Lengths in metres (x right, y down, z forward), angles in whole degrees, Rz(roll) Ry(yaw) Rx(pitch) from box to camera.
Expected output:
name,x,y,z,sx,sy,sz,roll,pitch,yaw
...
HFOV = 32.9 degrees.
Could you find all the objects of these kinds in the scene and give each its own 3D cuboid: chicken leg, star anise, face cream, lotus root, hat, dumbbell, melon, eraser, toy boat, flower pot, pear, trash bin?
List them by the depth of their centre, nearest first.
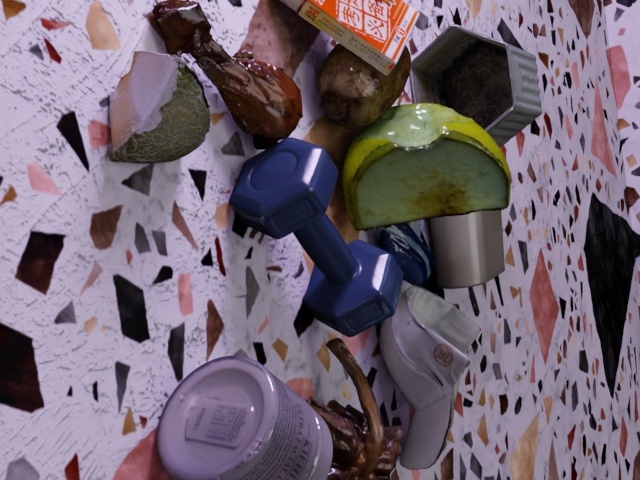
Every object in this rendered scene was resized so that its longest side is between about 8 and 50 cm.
name,x,y,z,sx,sy,sz,roll,pitch,yaw
melon,-0.213,-0.146,1.341,0.139,0.093,0.202,-46,159,-22
face cream,-0.095,0.251,1.350,0.153,0.177,0.177,47,45,-45
chicken leg,-0.122,-0.230,1.501,0.304,0.093,0.113,38,63,-46
dumbbell,0.001,0.000,1.605,0.144,0.156,0.316,-48,131,-15
star anise,0.053,0.349,1.667,0.292,0.108,0.350,49,43,-52
eraser,0.042,-0.380,1.735,0.230,0.038,0.157,33,46,-9
lotus root,0.079,-0.280,1.816,0.260,0.128,0.145,-49,140,-46
pear,0.172,-0.148,1.830,0.292,0.292,0.160,-49,134,-53
hat,0.168,0.241,1.887,0.258,0.168,0.302,-28,134,-75
toy boat,0.154,-0.063,2.000,0.220,0.067,0.291,49,33,-46
flower pot,0.307,-0.298,2.138,0.189,0.209,0.239,-6,88,-61
trash bin,0.288,-0.044,2.139,0.243,0.121,0.248,-18,102,-64
